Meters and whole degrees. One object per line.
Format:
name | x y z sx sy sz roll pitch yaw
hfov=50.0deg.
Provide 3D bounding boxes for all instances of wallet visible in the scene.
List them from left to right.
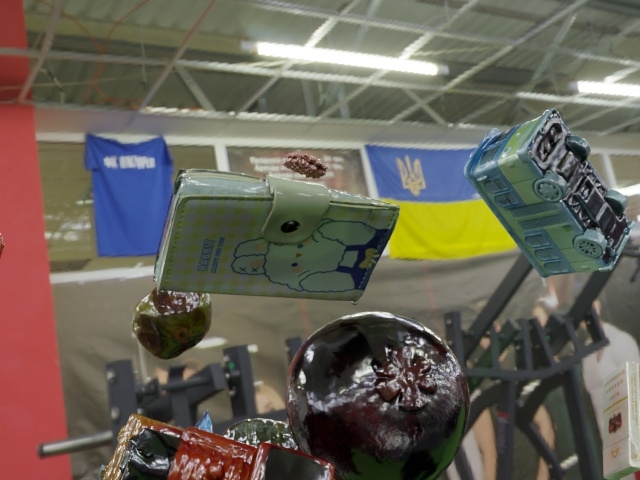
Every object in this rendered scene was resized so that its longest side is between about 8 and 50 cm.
wallet | -0.061 0.004 0.955 0.310 0.077 0.223 5 -46 -20

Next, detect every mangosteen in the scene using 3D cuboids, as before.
mangosteen | 0.083 0.277 1.158 0.307 0.306 0.347 -7 -22 -21

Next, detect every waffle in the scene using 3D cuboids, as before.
waffle | -0.026 -0.133 1.212 0.075 0.029 0.083 20 -8 -17

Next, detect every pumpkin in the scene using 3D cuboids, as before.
pumpkin | -0.133 0.481 1.515 0.224 0.157 0.223 -3 -44 -3

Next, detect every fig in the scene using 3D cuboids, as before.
fig | -0.276 0.140 1.283 0.144 0.154 0.166 10 4 -14

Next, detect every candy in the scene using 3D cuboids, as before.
candy | -0.282 0.482 1.630 0.038 0.136 0.088 21 -55 -29

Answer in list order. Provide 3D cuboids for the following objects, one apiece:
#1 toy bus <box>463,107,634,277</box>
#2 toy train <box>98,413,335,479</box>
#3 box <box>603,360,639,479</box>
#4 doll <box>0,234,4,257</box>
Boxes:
toy bus | 0.452 -0.085 1.352 0.152 0.312 0.190 -50 19 -28
toy train | -0.124 0.357 0.951 0.369 0.163 0.231 19 -38 -4
box | 0.474 0.284 1.080 0.024 0.166 0.090 13 -31 2
doll | -0.616 -0.009 1.262 0.104 0.194 0.062 -2 -4 45
